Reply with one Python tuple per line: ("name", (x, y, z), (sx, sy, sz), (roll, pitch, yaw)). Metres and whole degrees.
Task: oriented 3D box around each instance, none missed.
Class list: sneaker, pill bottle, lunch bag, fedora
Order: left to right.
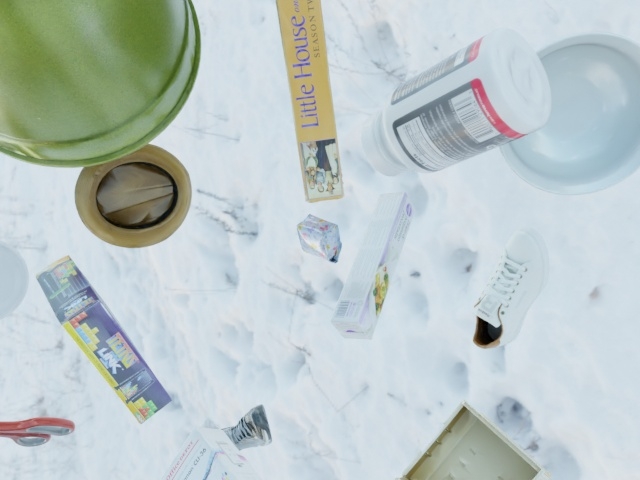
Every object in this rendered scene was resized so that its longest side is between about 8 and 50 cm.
("pill bottle", (-0.667, 0.067, 1.050), (0.264, 0.153, 0.153), (1, 89, 41))
("fedora", (-0.324, -0.081, 0.985), (0.079, 0.194, 0.194), (22, 106, 60))
("sneaker", (-0.184, 0.449, 1.306), (0.229, 0.132, 0.086), (100, 155, -58))
("lunch bag", (0.000, 0.000, 1.062), (0.071, 0.053, 0.083), (22, 139, 34))
("pill bottle", (0.224, -0.223, 1.013), (0.318, 0.176, 0.176), (-20, 73, 48))
("sneaker", (0.398, 0.114, 1.211), (0.106, 0.123, 0.290), (31, 124, 42))

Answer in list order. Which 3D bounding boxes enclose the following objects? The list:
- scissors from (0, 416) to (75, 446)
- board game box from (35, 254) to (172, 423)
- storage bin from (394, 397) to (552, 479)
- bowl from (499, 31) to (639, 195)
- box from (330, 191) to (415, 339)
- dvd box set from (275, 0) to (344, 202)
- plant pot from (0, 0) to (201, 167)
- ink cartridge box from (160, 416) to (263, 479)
("scissors", (-0.563, 0.315, 0.969), (0.109, 0.297, 0.021), (-27, 56, 17))
("board game box", (-0.256, 0.115, 0.672), (0.141, 0.048, 0.170), (28, 147, 48))
("storage bin", (0.353, 0.556, 1.343), (0.262, 0.123, 0.260), (-51, 48, 0))
("bowl", (0.482, -0.244, 1.086), (0.134, 0.298, 0.298), (-65, -3, -67))
("box", (0.110, 0.043, 1.122), (0.067, 0.063, 0.324), (-3, 49, 34))
("dvd box set", (-0.023, -0.302, 0.840), (0.307, 0.062, 0.420), (-92, -6, -68))
("plant pot", (-0.334, -0.301, 0.629), (0.353, 0.366, 0.366), (133, 134, -80))
("ink cartridge box", (-0.173, 0.372, 0.876), (0.198, 0.067, 0.115), (33, 90, 42))
